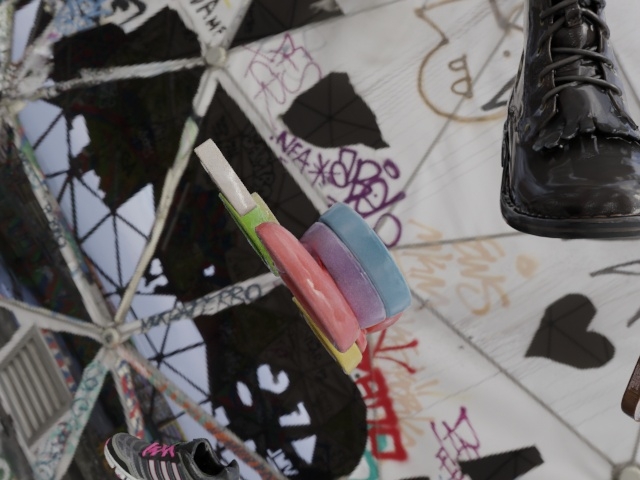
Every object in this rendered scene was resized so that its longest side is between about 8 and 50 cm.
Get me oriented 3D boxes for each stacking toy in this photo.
[{"bbox_3d":[0.000,0.000,0.728,0.280,0.130,0.309,53,-8,13],"label":"stacking toy"}]

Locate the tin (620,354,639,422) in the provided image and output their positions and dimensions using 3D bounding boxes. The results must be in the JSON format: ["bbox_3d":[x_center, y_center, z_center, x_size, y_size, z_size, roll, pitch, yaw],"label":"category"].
[{"bbox_3d":[0.639,0.262,1.200,0.040,0.106,0.190,31,-66,44],"label":"tin"}]

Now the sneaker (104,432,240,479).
[{"bbox_3d":[-0.162,0.249,0.701,0.170,0.075,0.063,23,5,14],"label":"sneaker"}]

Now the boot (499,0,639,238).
[{"bbox_3d":[0.154,-0.140,0.390,0.263,0.091,0.229,-79,164,-64],"label":"boot"}]
